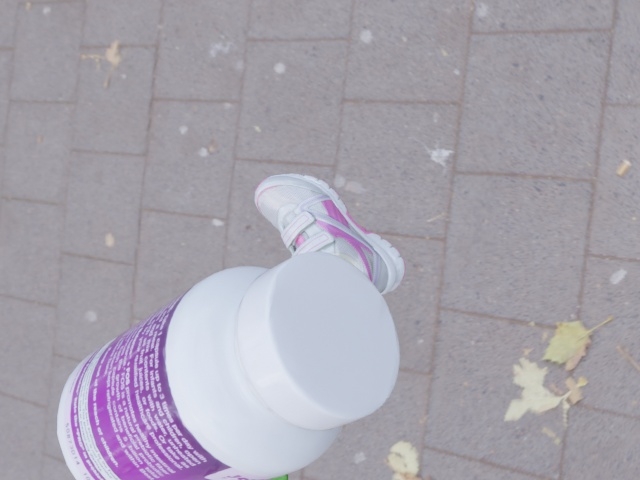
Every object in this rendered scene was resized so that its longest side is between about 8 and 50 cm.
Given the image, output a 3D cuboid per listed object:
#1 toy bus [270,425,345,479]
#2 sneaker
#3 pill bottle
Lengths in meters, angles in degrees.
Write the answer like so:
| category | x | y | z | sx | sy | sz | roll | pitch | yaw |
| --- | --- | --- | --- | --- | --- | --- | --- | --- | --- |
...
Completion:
| category | x | y | z | sx | sy | sz | roll | pitch | yaw |
| --- | --- | --- | --- | --- | --- | --- | --- | --- | --- |
| toy bus | -0.022 | 0.203 | 0.976 | 0.104 | 0.202 | 0.191 | 2 | 77 | -9 |
| sneaker | 0.000 | 0.000 | 1.170 | 0.252 | 0.111 | 0.103 | 37 | 128 | 10 |
| pill bottle | -0.081 | 0.121 | 0.675 | 0.301 | 0.169 | 0.169 | -31 | 74 | 43 |
